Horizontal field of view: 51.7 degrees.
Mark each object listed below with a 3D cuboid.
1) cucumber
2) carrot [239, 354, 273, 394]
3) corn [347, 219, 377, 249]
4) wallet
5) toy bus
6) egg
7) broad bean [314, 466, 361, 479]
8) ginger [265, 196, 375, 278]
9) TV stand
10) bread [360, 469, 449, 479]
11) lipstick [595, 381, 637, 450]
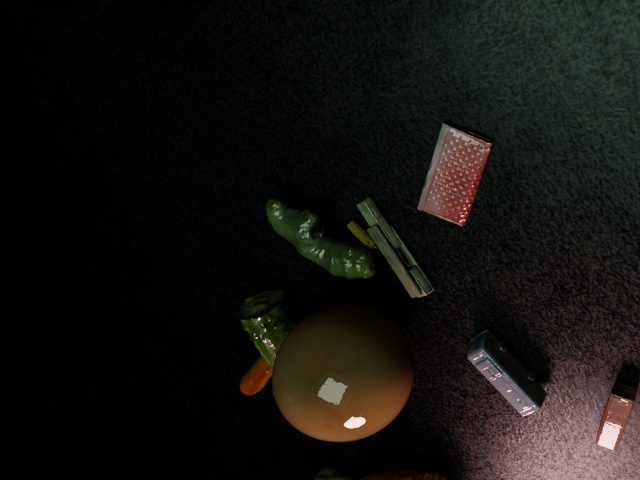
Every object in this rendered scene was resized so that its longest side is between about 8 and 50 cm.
[{"bbox_3d":[-0.114,0.252,1.702,0.134,0.134,0.244,-4,121,36],"label":"cucumber"},{"bbox_3d":[-0.168,0.367,1.843,0.067,0.067,0.225,41,130,6],"label":"carrot"},{"bbox_3d":[0.093,-0.010,1.455,0.083,0.028,0.027,44,144,3],"label":"corn"},{"bbox_3d":[0.258,-0.124,1.279,0.103,0.020,0.196,25,129,20],"label":"wallet"},{"bbox_3d":[0.394,0.283,1.406,0.190,0.075,0.064,46,133,0],"label":"toy bus"},{"bbox_3d":[0.045,0.301,1.501,0.301,0.301,0.374,50,144,-2],"label":"egg"},{"bbox_3d":[0.071,0.744,1.899,0.228,0.100,0.169,10,121,24],"label":"broad bean"},{"bbox_3d":[-0.005,-0.001,1.483,0.290,0.089,0.137,41,137,6],"label":"ginger"},{"bbox_3d":[0.157,0.018,1.423,0.249,0.042,0.036,56,152,-6],"label":"TV stand"},{"bbox_3d":[0.214,0.692,1.723,0.288,0.156,0.204,-11,115,26],"label":"bread"},{"bbox_3d":[0.597,0.356,1.336,0.045,0.045,0.145,17,127,23],"label":"lipstick"}]
